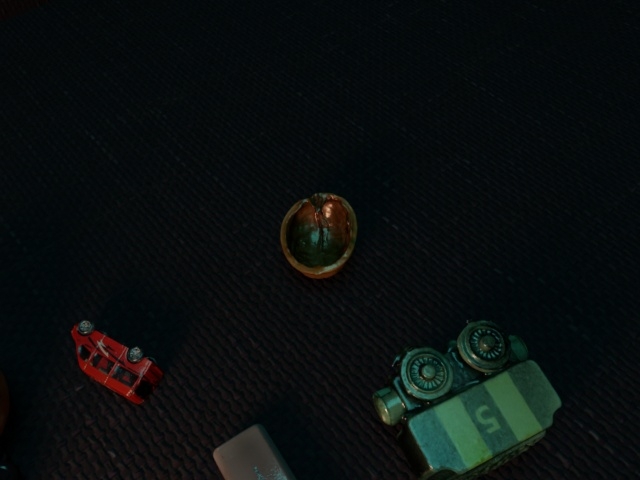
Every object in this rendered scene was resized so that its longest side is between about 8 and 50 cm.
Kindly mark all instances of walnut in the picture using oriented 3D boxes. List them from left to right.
[{"bbox_3d":[0.000,0.003,1.334,0.167,0.087,0.211,-2,57,8],"label":"walnut"}]

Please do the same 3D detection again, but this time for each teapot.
[{"bbox_3d":[-0.555,0.413,1.058,0.067,0.045,0.100,13,31,-17],"label":"teapot"}]

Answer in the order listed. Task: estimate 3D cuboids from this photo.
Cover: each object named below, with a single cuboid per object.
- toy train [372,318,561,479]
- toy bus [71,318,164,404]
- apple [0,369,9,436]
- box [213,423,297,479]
[{"bbox_3d":[0.251,0.280,1.074,0.299,0.167,0.238,-21,64,-13],"label":"toy train"},{"bbox_3d":[-0.401,0.229,1.177,0.195,0.081,0.089,24,66,18],"label":"toy bus"},{"bbox_3d":[-0.678,0.283,1.043,0.286,0.233,0.286,-3,50,3],"label":"apple"},{"bbox_3d":[-0.081,0.431,1.022,0.103,0.055,0.244,-28,56,-19],"label":"box"}]
